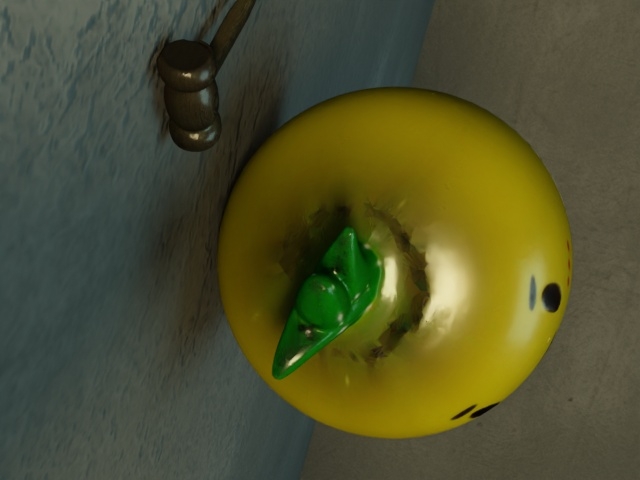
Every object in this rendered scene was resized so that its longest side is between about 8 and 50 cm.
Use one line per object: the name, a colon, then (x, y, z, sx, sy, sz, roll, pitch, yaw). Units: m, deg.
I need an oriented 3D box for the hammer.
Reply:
hammer: (-0.029, -0.176, 0.427, 0.058, 0.029, 0.292, 100, 7, -57)

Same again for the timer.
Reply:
timer: (0.037, 0.020, 0.494, 0.285, 0.285, 0.285, 17, 90, -83)
